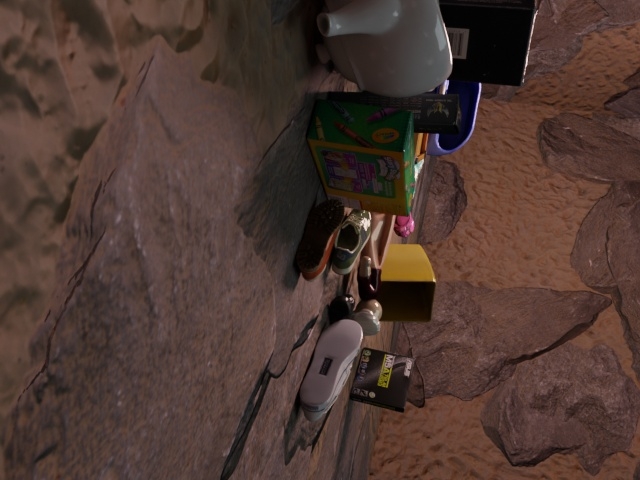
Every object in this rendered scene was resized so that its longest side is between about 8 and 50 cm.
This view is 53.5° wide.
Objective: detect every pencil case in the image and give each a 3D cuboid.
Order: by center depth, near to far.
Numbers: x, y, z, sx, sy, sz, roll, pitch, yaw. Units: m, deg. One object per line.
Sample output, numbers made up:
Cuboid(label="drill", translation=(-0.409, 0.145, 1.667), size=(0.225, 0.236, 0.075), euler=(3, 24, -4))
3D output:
Cuboid(label="pencil case", translation=(0.289, -0.065, 2.267), size=(0.098, 0.095, 0.209), euler=(67, 10, 12))

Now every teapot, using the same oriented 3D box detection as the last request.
Cuboid(label="teapot", translation=(0.082, -0.326, 0.996), size=(0.256, 0.187, 0.252), euler=(59, 13, -47))

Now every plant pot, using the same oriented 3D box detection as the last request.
Cuboid(label="plant pot", translation=(0.253, 0.127, 2.054), size=(0.212, 0.212, 0.187), euler=(86, 6, -47))

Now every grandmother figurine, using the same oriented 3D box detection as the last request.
Cuboid(label="grandmother figurine", translation=(0.132, 0.076, 1.650), size=(0.208, 0.104, 0.342), euler=(18, 76, -68))

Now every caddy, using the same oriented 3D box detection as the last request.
Cuboid(label="caddy", translation=(0.387, -0.440, 2.073), size=(0.179, 0.241, 0.341), euler=(23, 77, -83))

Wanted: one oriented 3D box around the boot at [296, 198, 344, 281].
Cuboid(label="boot", translation=(0.000, 0.000, 1.164), size=(0.084, 0.059, 0.158), euler=(82, 31, -62))

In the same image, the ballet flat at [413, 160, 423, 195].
Cuboid(label="ballet flat", translation=(0.311, -0.238, 2.293), size=(0.077, 0.091, 0.241), euler=(-31, -142, 66))

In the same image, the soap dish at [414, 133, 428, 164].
Cuboid(label="soap dish", translation=(0.247, -0.324, 1.821), size=(0.291, 0.118, 0.229), euler=(-36, 135, -70))

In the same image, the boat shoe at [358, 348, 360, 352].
Cuboid(label="boat shoe", translation=(0.062, 0.267, 1.579), size=(0.226, 0.076, 0.083), euler=(-42, 140, -70))

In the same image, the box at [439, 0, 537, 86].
Cuboid(label="box", translation=(0.324, -0.520, 1.498), size=(0.312, 0.343, 0.179), euler=(-64, 158, -48))

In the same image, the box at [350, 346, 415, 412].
Cuboid(label="box", translation=(0.210, 0.464, 2.126), size=(0.045, 0.184, 0.190), euler=(82, 23, -51))

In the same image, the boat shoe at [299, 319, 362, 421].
Cuboid(label="boat shoe", translation=(0.019, 0.285, 1.413), size=(0.258, 0.095, 0.084), euler=(-52, 155, -43))

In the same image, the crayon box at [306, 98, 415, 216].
Cuboid(label="crayon box", translation=(0.084, -0.141, 1.158), size=(0.278, 0.165, 0.081), euler=(67, 35, -68))

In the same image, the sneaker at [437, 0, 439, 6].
Cuboid(label="sneaker", translation=(0.157, -0.415, 1.249), size=(0.135, 0.150, 0.366), euler=(59, 30, -45))

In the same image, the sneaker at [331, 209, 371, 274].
Cuboid(label="sneaker", translation=(0.075, -0.019, 1.431), size=(0.086, 0.064, 0.192), euler=(91, 18, -53))

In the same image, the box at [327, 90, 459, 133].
Cuboid(label="box", translation=(0.144, -0.237, 1.189), size=(0.183, 0.233, 0.059), euler=(-14, 108, -76))

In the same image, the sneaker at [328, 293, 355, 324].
Cuboid(label="sneaker", translation=(0.054, 0.159, 1.529), size=(0.170, 0.051, 0.089), euler=(92, 15, -51))
